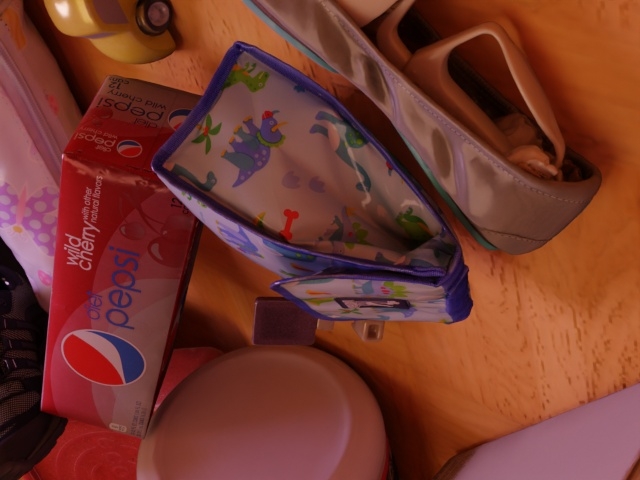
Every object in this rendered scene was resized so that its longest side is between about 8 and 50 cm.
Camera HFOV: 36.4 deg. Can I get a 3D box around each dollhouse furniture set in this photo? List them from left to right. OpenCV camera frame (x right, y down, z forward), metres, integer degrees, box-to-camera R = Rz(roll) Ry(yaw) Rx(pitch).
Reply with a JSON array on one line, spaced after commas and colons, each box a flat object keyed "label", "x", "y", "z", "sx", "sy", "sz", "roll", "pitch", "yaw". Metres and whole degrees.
[{"label": "dollhouse furniture set", "x": 0.000, "y": 0.000, "z": 0.646, "sx": 0.081, "sy": 0.090, "sz": 0.114, "roll": -104, "pitch": 17, "yaw": -57}]

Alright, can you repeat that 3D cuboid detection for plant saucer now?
[{"label": "plant saucer", "x": -0.180, "y": 0.222, "z": 0.934, "sx": 0.258, "sy": 0.048, "sz": 0.259, "roll": -7, "pitch": 123, "yaw": 16}]

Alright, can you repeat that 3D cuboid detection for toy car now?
[{"label": "toy car", "x": -0.158, "y": -0.211, "z": 0.518, "sx": 0.239, "sy": 0.053, "sz": 0.225, "roll": 46, "pitch": 153, "yaw": -3}]

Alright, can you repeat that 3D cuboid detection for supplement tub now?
[{"label": "supplement tub", "x": -0.022, "y": 0.233, "z": 0.801, "sx": 0.191, "sy": 0.191, "sz": 0.272, "roll": 25, "pitch": 147, "yaw": 34}]

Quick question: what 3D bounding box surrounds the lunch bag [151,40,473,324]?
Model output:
[{"label": "lunch bag", "x": 0.009, "y": -0.010, "z": 0.493, "sx": 0.151, "sy": 0.096, "sz": 0.129, "roll": 31, "pitch": 175, "yaw": 16}]

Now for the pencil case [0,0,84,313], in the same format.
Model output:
[{"label": "pencil case", "x": -0.221, "y": -0.061, "z": 0.749, "sx": 0.124, "sy": 0.113, "sz": 0.273, "roll": 39, "pitch": 158, "yaw": 52}]

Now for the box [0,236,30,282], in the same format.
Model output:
[{"label": "box", "x": -0.295, "y": 0.074, "z": 1.014, "sx": 0.261, "sy": 0.103, "sz": 0.184, "roll": 28, "pitch": 135, "yaw": 29}]

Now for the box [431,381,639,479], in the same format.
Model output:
[{"label": "box", "x": 0.156, "y": 0.192, "z": 0.571, "sx": 0.148, "sy": 0.121, "sz": 0.311, "roll": 43, "pitch": 153, "yaw": 4}]

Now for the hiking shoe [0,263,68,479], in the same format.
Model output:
[{"label": "hiking shoe", "x": -0.264, "y": 0.098, "z": 0.771, "sx": 0.114, "sy": 0.086, "sz": 0.227, "roll": 49, "pitch": -170, "yaw": -31}]

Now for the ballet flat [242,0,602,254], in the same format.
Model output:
[{"label": "ballet flat", "x": 0.039, "y": -0.087, "z": 0.423, "sx": 0.213, "sy": 0.072, "sz": 0.068, "roll": 46, "pitch": 126, "yaw": -5}]

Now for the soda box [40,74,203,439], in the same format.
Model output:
[{"label": "soda box", "x": -0.132, "y": 0.021, "z": 0.665, "sx": 0.083, "sy": 0.092, "sz": 0.263, "roll": 16, "pitch": 133, "yaw": -4}]
